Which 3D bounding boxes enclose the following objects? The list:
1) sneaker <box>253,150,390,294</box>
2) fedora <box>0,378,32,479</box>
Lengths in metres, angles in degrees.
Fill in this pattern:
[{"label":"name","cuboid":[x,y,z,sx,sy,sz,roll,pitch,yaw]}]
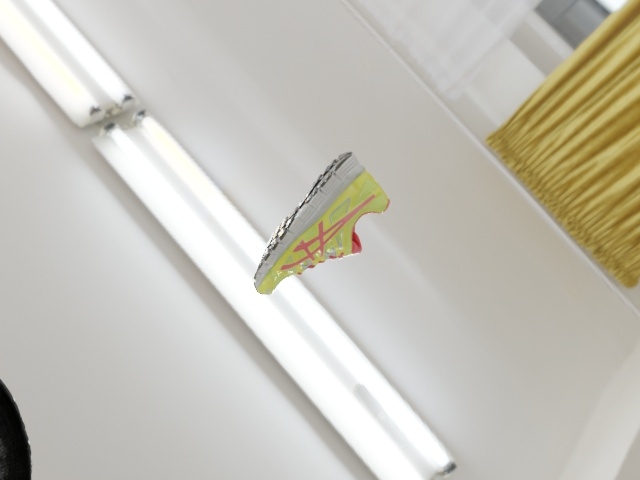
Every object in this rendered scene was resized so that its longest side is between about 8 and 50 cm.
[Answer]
[{"label":"sneaker","cuboid":[0.000,0.000,0.819,0.094,0.208,0.081,37,-157,-12]},{"label":"fedora","cuboid":[-0.454,0.220,0.680,0.334,0.152,0.334,8,-118,-16]}]
